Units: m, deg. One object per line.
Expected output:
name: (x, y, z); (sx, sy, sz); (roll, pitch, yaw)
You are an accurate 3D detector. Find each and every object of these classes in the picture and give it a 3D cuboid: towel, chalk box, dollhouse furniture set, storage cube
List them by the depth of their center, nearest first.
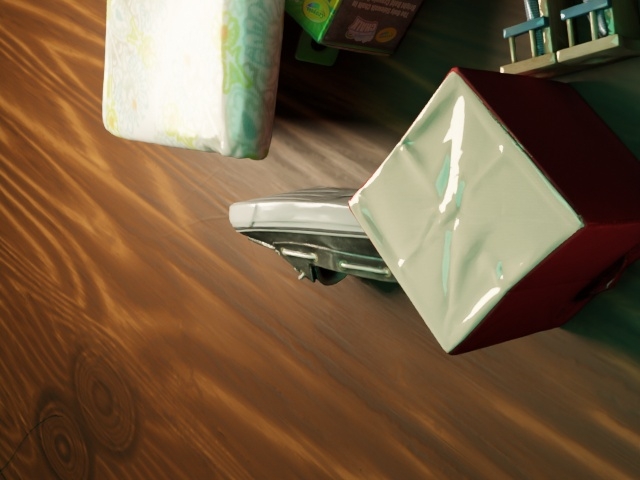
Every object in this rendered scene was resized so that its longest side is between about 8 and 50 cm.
dollhouse furniture set: (0.192, -0.228, 0.737); (0.129, 0.184, 0.129); (-8, 88, 46)
storage cube: (0.178, -0.030, 0.762); (0.183, 0.193, 0.215); (-51, 59, 35)
chalk box: (0.033, -0.303, 0.932); (0.132, 0.132, 0.213); (51, 125, 29)
towel: (-0.163, -0.276, 0.999); (0.374, 0.090, 0.320); (16, 106, 51)

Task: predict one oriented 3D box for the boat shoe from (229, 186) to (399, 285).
boat shoe: (0.000, 0.000, 0.995); (0.335, 0.121, 0.119); (6, 108, 51)
